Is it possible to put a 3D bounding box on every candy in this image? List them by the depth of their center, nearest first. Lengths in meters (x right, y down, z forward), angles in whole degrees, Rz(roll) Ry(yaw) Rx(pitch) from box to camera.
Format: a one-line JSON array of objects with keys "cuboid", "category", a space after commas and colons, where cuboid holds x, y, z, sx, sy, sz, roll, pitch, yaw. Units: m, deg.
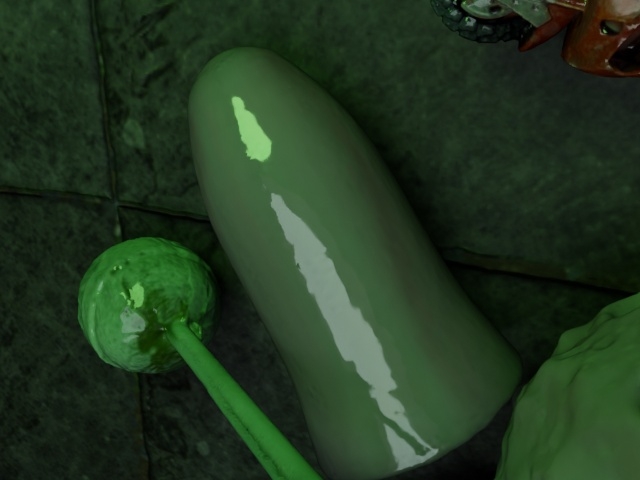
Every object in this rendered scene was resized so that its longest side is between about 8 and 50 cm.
[{"cuboid": [-0.065, 0.099, 0.502, 0.440, 0.119, 0.119, 29, 133, 54], "category": "candy"}]

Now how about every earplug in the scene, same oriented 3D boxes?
[{"cuboid": [0.000, 0.000, 0.532, 0.172, 0.172, 0.301, -26, 98, 29], "category": "earplug"}]

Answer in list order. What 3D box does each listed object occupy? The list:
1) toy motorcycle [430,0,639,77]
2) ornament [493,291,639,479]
[{"cuboid": [0.205, -0.192, 0.394, 0.298, 0.089, 0.171, -37, 99, 30], "category": "toy motorcycle"}, {"cuboid": [0.266, 0.190, 0.429, 0.337, 0.337, 0.337, 8, 117, 17], "category": "ornament"}]
